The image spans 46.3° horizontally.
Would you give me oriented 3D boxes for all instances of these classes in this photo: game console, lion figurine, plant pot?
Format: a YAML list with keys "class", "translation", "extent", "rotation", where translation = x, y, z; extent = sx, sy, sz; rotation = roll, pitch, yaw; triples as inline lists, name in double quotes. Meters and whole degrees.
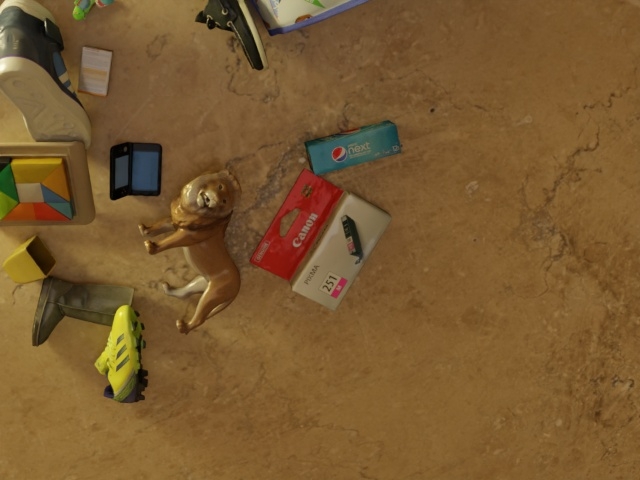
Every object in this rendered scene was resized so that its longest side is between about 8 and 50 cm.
- class: "game console"
  translation: [-0.409, -0.151, 1.655]
  extent: [0.071, 0.107, 0.122]
  rotation: [10, 108, 15]
- class: "lion figurine"
  translation: [-0.265, 0.032, 1.727]
  extent: [0.240, 0.142, 0.392]
  rotation: [-20, 125, -12]
- class: "plant pot"
  translation: [-0.656, 0.050, 1.671]
  extent: [0.083, 0.081, 0.081]
  rotation: [-25, 112, 11]

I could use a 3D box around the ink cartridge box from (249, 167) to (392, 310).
- class: "ink cartridge box"
  translation: [0.000, 0.000, 1.792]
  extent: [0.239, 0.060, 0.275]
  rotation: [27, 101, -19]

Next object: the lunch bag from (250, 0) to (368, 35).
- class: "lunch bag"
  translation: [-0.005, -0.620, 1.481]
  extent: [0.385, 0.239, 0.328]
  rotation: [-17, 115, 23]

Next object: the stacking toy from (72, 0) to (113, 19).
- class: "stacking toy"
  translation: [-0.399, -0.512, 1.482]
  extent: [0.221, 0.167, 0.052]
  rotation: [-42, 111, 4]

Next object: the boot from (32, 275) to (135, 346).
- class: "boot"
  translation: [-0.553, 0.178, 1.744]
  extent: [0.208, 0.076, 0.189]
  rotation: [13, 108, -22]

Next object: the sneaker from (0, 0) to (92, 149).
- class: "sneaker"
  translation: [-0.556, -0.349, 1.531]
  extent: [0.130, 0.323, 0.236]
  rotation: [-8, 65, 4]

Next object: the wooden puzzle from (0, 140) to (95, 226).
- class: "wooden puzzle"
  translation: [-0.616, -0.113, 1.601]
  extent: [0.239, 0.044, 0.221]
  rotation: [-4, 132, -11]

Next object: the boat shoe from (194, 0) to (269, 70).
- class: "boat shoe"
  translation: [-0.218, -0.495, 1.545]
  extent: [0.113, 0.127, 0.340]
  rotation: [-26, 110, 0]

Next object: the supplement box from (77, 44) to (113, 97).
- class: "supplement box"
  translation: [-0.477, -0.359, 1.587]
  extent: [0.062, 0.036, 0.098]
  rotation: [9, 107, -14]

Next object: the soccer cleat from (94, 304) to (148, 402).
- class: "soccer cleat"
  translation: [-0.469, 0.272, 1.742]
  extent: [0.121, 0.093, 0.289]
  rotation: [3, 126, -4]

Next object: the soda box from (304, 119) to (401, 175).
- class: "soda box"
  translation: [0.074, -0.215, 1.727]
  extent: [0.210, 0.067, 0.071]
  rotation: [-16, 110, -6]
